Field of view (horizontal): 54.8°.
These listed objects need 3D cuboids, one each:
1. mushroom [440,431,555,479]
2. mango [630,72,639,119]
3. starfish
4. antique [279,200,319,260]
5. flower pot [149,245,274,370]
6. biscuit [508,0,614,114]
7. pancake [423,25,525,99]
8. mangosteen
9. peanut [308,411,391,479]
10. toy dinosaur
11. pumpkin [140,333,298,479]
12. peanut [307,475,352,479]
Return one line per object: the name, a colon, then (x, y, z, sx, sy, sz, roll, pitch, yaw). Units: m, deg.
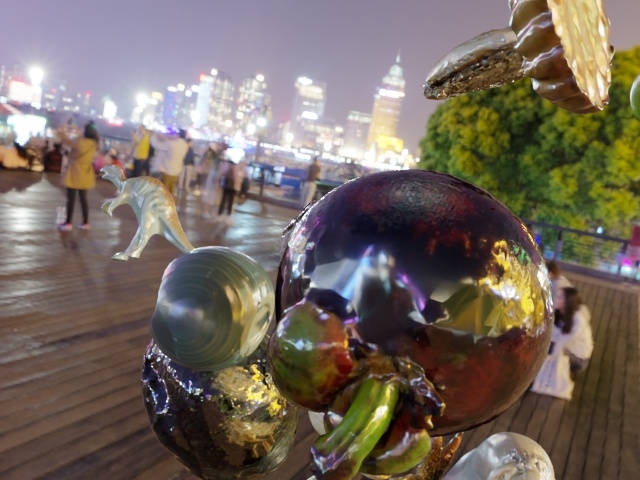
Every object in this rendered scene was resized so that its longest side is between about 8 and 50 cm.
mushroom: (0.288, 0.400, 1.021, 0.177, 0.397, 0.126, -26, 68, -23)
mango: (0.785, -0.343, 1.430, 0.119, 0.100, 0.178, 25, -30, 22)
starfish: (0.208, 0.466, 1.200, 0.043, 0.227, 0.240, 31, -3, 42)
antique: (0.000, 0.000, 1.406, 0.150, 0.125, 0.284, -5, -15, -13)
flower pot: (-0.162, 0.105, 0.957, 0.157, 0.189, 0.243, 20, 7, 11)
biscuit: (0.405, -0.368, 1.043, 0.107, 0.325, 0.326, -11, -8, 39)
pancake: (0.411, -0.416, 1.434, 0.383, 0.071, 0.382, -18, -3, -1)
mangosteen: (0.084, 0.081, 0.658, 0.306, 0.305, 0.359, 14, 23, 21)
peanut: (0.050, 0.311, 1.019, 0.087, 0.087, 0.207, 3, 24, -44)
toy dinosaur: (-0.371, -0.032, 1.364, 0.393, 0.205, 0.092, 21, -12, 19)
pumpkin: (-0.235, 0.367, 1.515, 0.344, 0.454, 0.454, -28, 14, -6)
peanut: (0.093, 0.736, 1.719, 0.314, 0.149, 0.149, 6, 6, 19)
